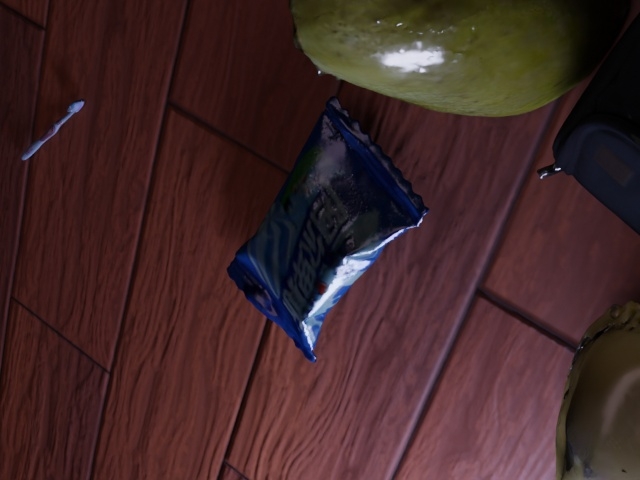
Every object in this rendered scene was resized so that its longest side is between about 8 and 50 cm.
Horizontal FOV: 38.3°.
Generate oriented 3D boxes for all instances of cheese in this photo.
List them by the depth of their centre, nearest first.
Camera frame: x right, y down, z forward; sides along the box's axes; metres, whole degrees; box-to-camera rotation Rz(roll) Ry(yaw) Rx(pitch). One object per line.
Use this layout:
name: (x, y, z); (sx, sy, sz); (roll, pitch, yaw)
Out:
cheese: (0.355, 0.205, 0.931); (0.260, 0.128, 0.315); (-8, 107, 28)

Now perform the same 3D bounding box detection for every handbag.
handbag: (0.348, -0.058, 0.797); (0.302, 0.178, 0.275); (46, 127, 13)

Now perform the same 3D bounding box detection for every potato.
potato: (0.134, -0.242, 0.823); (0.213, 0.280, 0.330); (22, 117, 30)

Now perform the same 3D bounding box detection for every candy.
candy: (0.000, 0.000, 1.137); (0.187, 0.077, 0.331); (49, 130, 14)

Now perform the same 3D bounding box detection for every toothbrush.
toothbrush: (-0.414, -0.167, 1.411); (0.193, 0.019, 0.013); (-30, 88, 41)
